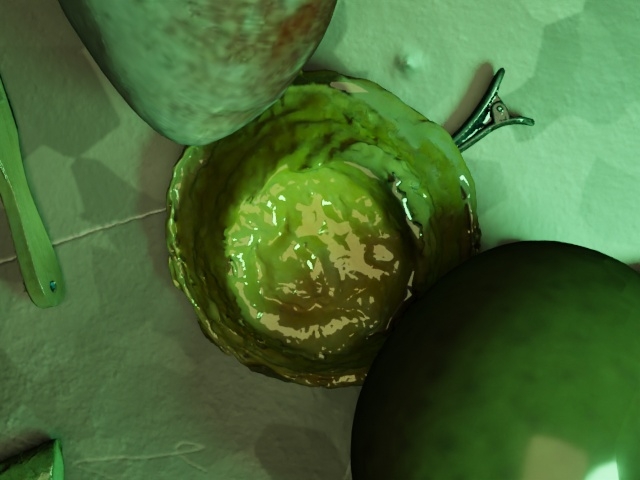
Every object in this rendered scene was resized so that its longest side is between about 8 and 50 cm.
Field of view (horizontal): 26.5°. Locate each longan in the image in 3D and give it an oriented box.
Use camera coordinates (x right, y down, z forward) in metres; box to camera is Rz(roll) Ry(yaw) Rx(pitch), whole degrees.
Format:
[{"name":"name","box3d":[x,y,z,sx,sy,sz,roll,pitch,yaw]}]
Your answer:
[{"name":"longan","box3d":[0.197,0.180,1.253,0.360,0.361,0.361,0,96,-2]}]

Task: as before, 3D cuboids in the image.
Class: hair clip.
[{"name":"hair clip","box3d":[0.112,-0.093,1.436,0.229,0.039,0.070,-32,97,2]}]

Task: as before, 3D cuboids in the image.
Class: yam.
[{"name":"yam","box3d":[-0.334,0.267,1.443,0.146,0.070,0.070,-25,96,1]}]

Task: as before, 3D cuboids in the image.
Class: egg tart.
[{"name":"egg tart","box3d":[0.000,0.000,1.381,0.345,0.132,0.346,1,102,3]}]

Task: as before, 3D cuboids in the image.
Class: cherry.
[{"name":"cherry","box3d":[-0.132,-0.283,1.284,0.326,0.291,0.335,35,134,22]}]

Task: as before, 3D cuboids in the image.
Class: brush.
[{"name":"brush","box3d":[-0.344,-0.082,1.412,0.065,0.070,0.328,-15,98,18]}]
